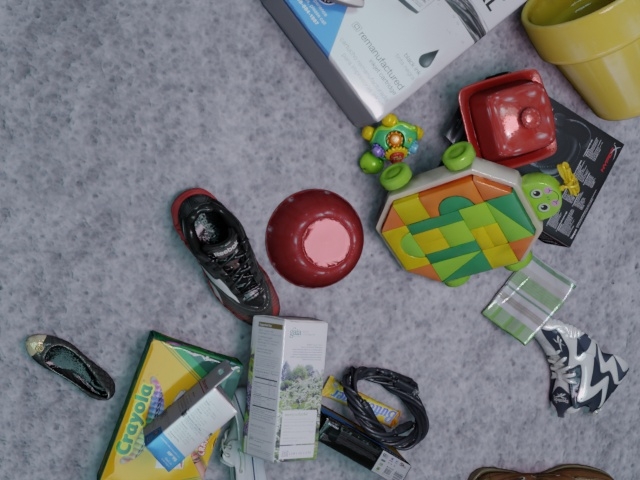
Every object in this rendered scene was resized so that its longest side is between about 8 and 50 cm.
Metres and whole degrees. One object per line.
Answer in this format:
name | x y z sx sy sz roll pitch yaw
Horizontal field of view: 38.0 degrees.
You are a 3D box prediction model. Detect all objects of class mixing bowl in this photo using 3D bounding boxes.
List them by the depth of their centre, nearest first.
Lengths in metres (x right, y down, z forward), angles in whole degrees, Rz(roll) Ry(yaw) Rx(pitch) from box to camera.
mixing bowl | 0.000 0.000 1.624 0.181 0.098 0.182 -1 94 -12

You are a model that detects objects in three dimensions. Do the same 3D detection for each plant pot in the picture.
plant pot | 0.517 -0.353 1.651 0.254 0.254 0.239 -38 117 -7

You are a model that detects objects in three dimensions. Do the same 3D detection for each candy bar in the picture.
candy bar | 0.076 0.298 1.705 0.161 0.018 0.040 28 88 -12

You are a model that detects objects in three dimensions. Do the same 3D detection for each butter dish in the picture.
butter dish | 0.331 -0.201 1.557 0.160 0.118 0.160 -16 96 -11

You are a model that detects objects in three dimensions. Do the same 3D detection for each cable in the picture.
cable | 0.109 0.295 1.658 0.184 0.047 0.151 24 47 -24

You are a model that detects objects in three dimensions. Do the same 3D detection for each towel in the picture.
towel | 0.385 0.106 1.719 0.152 0.113 0.023 -49 144 -6

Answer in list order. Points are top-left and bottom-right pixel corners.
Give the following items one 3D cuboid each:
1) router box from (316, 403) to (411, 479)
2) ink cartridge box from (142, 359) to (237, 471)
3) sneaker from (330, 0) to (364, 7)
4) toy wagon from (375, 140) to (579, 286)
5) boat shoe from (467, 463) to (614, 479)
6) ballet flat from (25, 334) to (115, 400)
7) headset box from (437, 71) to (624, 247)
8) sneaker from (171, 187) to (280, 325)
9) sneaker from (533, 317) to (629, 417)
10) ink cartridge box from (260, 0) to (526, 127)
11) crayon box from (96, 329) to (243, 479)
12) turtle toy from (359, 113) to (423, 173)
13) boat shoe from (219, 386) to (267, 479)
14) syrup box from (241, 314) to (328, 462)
router box | 0.061 0.355 1.647 0.179 0.133 0.046 32 88 -13
ink cartridge box | -0.199 0.282 1.513 0.180 0.104 0.060 -40 101 -7
sneaker | 0.012 -0.412 1.451 0.134 0.051 0.070 17 96 -7
toy wagon | 0.269 -0.046 1.590 0.344 0.068 0.267 -17 126 28
boat shoe | 0.434 0.490 1.755 0.307 0.104 0.111 1 94 -13
ballet flat | -0.419 0.212 1.572 0.173 0.049 0.057 35 86 -13
headset box | 0.363 -0.152 1.686 0.293 0.110 0.218 28 88 -13
sneaker | -0.154 0.037 1.575 0.097 0.135 0.276 -34 102 -10
sneaker | 0.457 0.248 1.746 0.235 0.094 0.153 32 78 -23
ink cartridge box | 0.143 -0.427 1.586 0.395 0.166 0.285 -40 100 -6
crayon box | -0.260 0.313 1.599 0.165 0.081 0.279 20 90 -14
turtle toy | 0.120 -0.165 1.639 0.095 0.130 0.066 18 53 -39
boat shoe | -0.141 0.372 1.629 0.075 0.083 0.226 -12 98 -12
syrup box | -0.060 0.246 1.565 0.093 0.096 0.237 7 86 -39
